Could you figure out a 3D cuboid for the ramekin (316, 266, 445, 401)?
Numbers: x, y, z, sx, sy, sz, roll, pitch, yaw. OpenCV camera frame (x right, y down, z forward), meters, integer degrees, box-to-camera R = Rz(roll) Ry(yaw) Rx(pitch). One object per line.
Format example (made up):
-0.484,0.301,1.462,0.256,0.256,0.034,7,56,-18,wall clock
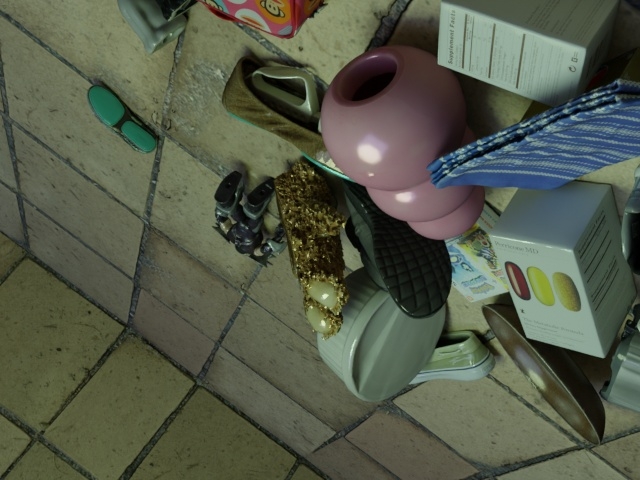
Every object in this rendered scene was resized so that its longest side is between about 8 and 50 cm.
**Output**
0.111,0.168,1.702,0.127,0.273,0.273,30,155,38,ramekin

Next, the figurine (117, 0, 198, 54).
-0.301,-0.438,1.431,0.209,0.092,0.215,49,153,-6,figurine

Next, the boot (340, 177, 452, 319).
0.130,0.029,1.492,0.223,0.118,0.338,82,171,-54,boot

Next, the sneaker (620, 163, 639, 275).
0.458,0.016,1.159,0.086,0.132,0.229,-4,132,53,sneaker

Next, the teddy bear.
-0.001,0.014,1.594,0.338,0.113,0.245,-109,11,-52,teddy bear

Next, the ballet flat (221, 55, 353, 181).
-0.015,-0.210,1.433,0.342,0.116,0.124,31,134,20,ballet flat

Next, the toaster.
0.535,0.195,1.363,0.146,0.129,0.227,22,151,21,toaster

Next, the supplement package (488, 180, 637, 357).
0.367,0.038,1.305,0.139,0.134,0.244,12,144,40,supplement package

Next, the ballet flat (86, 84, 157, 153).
-0.437,-0.259,1.899,0.188,0.070,0.070,48,152,-14,ballet flat

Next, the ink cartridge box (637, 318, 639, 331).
0.575,0.130,1.040,0.160,0.279,0.385,-2,134,51,ink cartridge box

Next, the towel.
0.318,-0.113,1.064,0.243,0.040,0.336,1,169,-30,towel

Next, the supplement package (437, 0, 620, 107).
0.242,-0.247,1.032,0.179,0.105,0.105,26,152,22,supplement package

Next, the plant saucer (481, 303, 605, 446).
0.402,0.225,1.543,0.310,0.050,0.310,52,177,4,plant saucer

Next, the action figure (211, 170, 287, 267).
-0.154,-0.042,1.868,0.185,0.099,0.285,25,156,8,action figure

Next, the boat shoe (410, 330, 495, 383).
0.235,0.238,1.850,0.302,0.109,0.094,-12,111,46,boat shoe

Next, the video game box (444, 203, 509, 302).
0.260,0.017,1.501,0.187,0.048,0.205,40,154,-10,video game box

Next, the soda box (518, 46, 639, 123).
0.335,-0.171,1.089,0.058,0.061,0.181,43,153,-13,soda box

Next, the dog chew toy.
0.140,-0.123,1.270,0.206,0.206,0.332,12,152,41,dog chew toy

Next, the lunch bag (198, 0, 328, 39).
-0.128,-0.407,1.212,0.293,0.120,0.258,30,153,14,lunch bag
